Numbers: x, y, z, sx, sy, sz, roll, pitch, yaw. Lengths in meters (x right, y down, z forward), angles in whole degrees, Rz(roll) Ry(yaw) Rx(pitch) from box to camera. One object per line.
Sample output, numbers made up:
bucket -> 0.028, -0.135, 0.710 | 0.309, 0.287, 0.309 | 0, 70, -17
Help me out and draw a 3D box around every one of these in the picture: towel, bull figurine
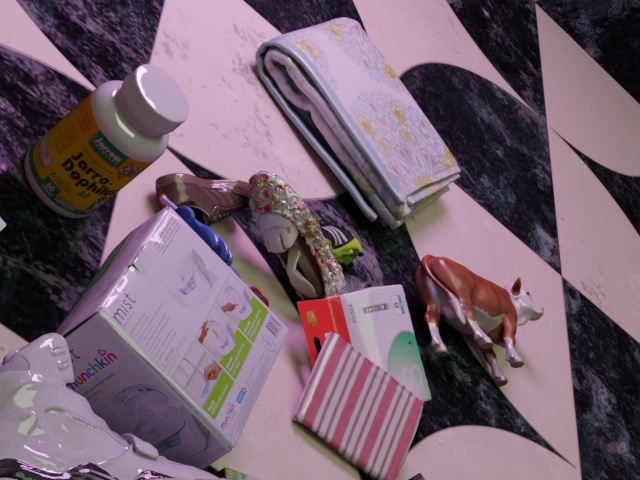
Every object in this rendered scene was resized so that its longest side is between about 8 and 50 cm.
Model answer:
towel -> 0.072, -0.205, 2.639 | 0.374, 0.090, 0.320 | 55, 26, 2
towel -> 0.053, 0.239, 2.159 | 0.197, 0.029, 0.144 | 39, 57, -24
bull figurine -> 0.265, 0.125, 2.551 | 0.310, 0.101, 0.188 | 23, 43, -43

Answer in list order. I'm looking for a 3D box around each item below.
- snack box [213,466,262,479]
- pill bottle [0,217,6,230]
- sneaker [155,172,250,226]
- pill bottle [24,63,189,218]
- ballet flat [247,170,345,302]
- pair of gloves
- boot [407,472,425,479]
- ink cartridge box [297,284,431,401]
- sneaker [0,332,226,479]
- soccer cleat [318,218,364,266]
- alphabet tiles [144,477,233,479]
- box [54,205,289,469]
snack box -> -0.071, 0.345, 1.896 | 0.141, 0.037, 0.100 | 27, 38, -38
pill bottle -> -0.418, -0.045, 1.777 | 0.116, 0.065, 0.065 | 49, 30, -11
sneaker -> -0.160, -0.048, 2.176 | 0.188, 0.066, 0.071 | 6, 72, -48
pill bottle -> -0.264, -0.126, 1.937 | 0.117, 0.208, 0.117 | 36, 34, -29
ballet flat -> -0.036, 0.008, 2.213 | 0.241, 0.091, 0.077 | 56, 41, -31
pair of gloves -> -0.142, 0.010, 2.051 | 0.159, 0.023, 0.198 | 39, -12, 42
boot -> 0.147, 0.440, 2.060 | 0.229, 0.091, 0.263 | 57, 27, 6
ink cartridge box -> 0.066, 0.160, 2.234 | 0.225, 0.056, 0.181 | -2, 77, -59
sneaker -> -0.250, 0.218, 1.667 | 0.366, 0.137, 0.210 | 11, 53, -47
soccer cleat -> 0.000, 0.000, 2.352 | 0.072, 0.060, 0.179 | 55, 21, 23
alphabet tiles -> -0.150, 0.389, 1.607 | 0.278, 0.021, 0.284 | 10, 84, -50
box -> -0.183, 0.124, 1.877 | 0.231, 0.127, 0.262 | 46, 30, -13
